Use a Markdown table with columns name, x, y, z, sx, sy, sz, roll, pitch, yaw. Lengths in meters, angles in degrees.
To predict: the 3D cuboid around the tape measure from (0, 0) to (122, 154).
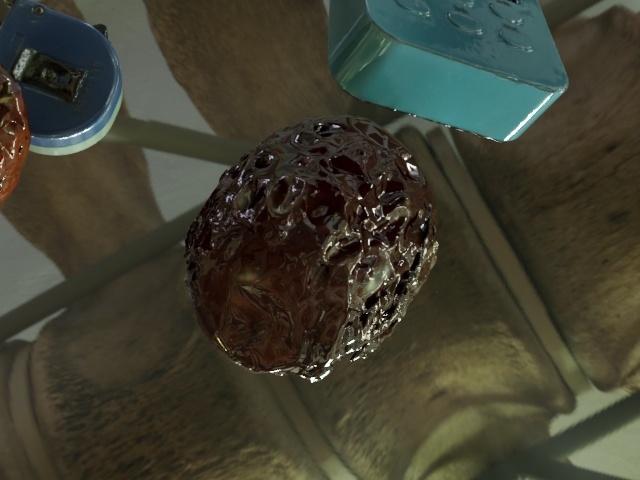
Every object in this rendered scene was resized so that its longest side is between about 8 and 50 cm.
| name | x | y | z | sx | sy | sz | roll | pitch | yaw |
| --- | --- | --- | --- | --- | --- | --- | --- | --- | --- |
| tape measure | -0.423 | -0.173 | 1.430 | 0.215 | 0.098 | 0.352 | 20 | -106 | -3 |

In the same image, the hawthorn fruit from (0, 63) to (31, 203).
| name | x | y | z | sx | sy | sz | roll | pitch | yaw |
| --- | --- | --- | --- | --- | --- | --- | --- | --- | --- |
| hawthorn fruit | -0.449 | -0.131 | 1.138 | 0.307 | 0.276 | 0.276 | -7 | -94 | 31 |

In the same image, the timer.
| name | x | y | z | sx | sy | sz | roll | pitch | yaw |
| --- | --- | --- | --- | --- | --- | --- | --- | --- | --- |
| timer | 0.127 | -0.243 | 1.013 | 0.231 | 0.091 | 0.250 | 12 | -124 | -20 |

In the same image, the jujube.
| name | x | y | z | sx | sy | sz | roll | pitch | yaw |
| --- | --- | --- | --- | --- | --- | --- | --- | --- | --- |
| jujube | 0.000 | 0.000 | 1.097 | 0.258 | 0.377 | 0.259 | 5 | -72 | 14 |
